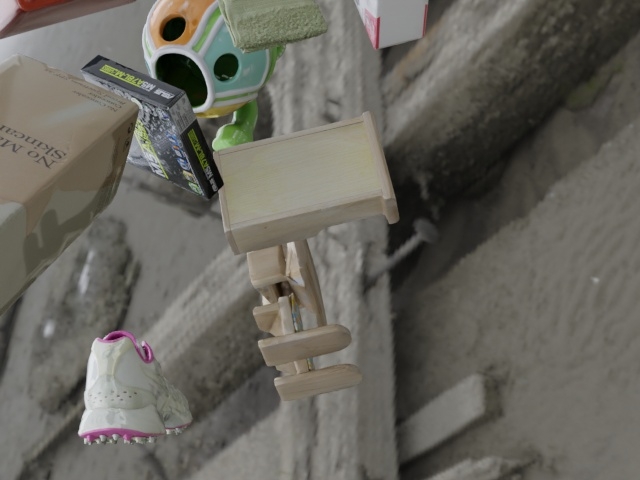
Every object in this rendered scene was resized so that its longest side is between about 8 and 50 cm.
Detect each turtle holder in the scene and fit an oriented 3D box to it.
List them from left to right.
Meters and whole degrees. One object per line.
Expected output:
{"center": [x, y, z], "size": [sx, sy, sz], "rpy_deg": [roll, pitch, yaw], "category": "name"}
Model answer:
{"center": [-0.215, -0.323, 2.140], "size": [0.227, 0.243, 0.320], "rpy_deg": [-64, -10, -48], "category": "turtle holder"}

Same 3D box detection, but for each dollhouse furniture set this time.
{"center": [0.000, 0.000, 1.882], "size": [0.394, 0.256, 0.362], "rpy_deg": [74, -176, -56], "category": "dollhouse furniture set"}

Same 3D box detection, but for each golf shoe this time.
{"center": [-0.231, 0.186, 1.480], "size": [0.306, 0.115, 0.140], "rpy_deg": [83, -177, -84], "category": "golf shoe"}

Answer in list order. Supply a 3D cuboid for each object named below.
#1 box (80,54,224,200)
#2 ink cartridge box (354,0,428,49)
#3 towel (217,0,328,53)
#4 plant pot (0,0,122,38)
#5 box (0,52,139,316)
{"center": [-0.238, -0.160, 1.647], "size": [0.184, 0.190, 0.045], "rpy_deg": [24, 60, 32], "category": "box"}
{"center": [0.102, -0.483, 2.004], "size": [0.172, 0.100, 0.237], "rpy_deg": [88, 164, -62], "category": "ink cartridge box"}
{"center": [-0.066, -0.308, 1.527], "size": [0.027, 0.148, 0.110], "rpy_deg": [-35, 74, 57], "category": "towel"}
{"center": [-0.425, -0.474, 1.827], "size": [0.236, 0.267, 0.267], "rpy_deg": [-149, 42, -66], "category": "plant pot"}
{"center": [-0.295, -0.048, 1.040], "size": [0.311, 0.148, 0.121], "rpy_deg": [-64, -4, -61], "category": "box"}
